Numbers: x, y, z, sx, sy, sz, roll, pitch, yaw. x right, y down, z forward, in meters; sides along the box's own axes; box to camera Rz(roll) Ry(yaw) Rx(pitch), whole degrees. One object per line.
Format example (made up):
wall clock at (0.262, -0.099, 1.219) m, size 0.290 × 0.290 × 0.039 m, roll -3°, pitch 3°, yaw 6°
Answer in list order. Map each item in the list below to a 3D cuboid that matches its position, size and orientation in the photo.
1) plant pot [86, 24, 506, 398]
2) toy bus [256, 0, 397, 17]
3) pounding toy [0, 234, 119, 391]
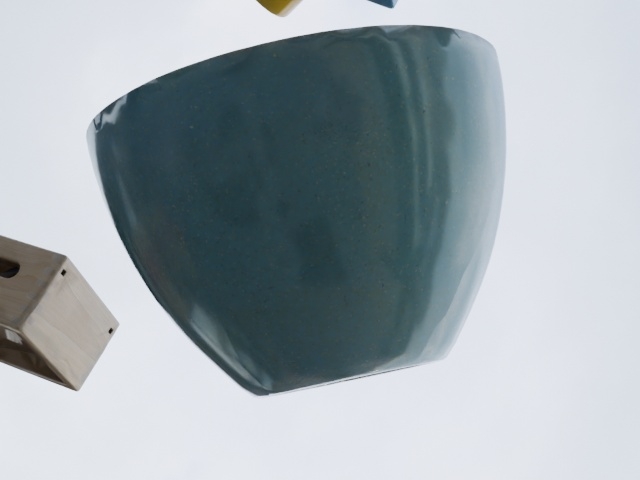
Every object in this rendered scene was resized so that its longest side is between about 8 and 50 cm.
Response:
plant pot at (0.000, 0.000, 0.724) m, size 0.290 × 0.290 × 0.196 m, roll -13°, pitch -98°, yaw 10°
toy bus at (0.000, -0.296, 0.951) m, size 0.190 × 0.104 × 0.202 m, roll 6°, pitch -52°, yaw 15°
pounding toy at (-0.316, 0.032, 0.992) m, size 0.181 × 0.206 × 0.094 m, roll 15°, pitch -119°, yaw 25°
